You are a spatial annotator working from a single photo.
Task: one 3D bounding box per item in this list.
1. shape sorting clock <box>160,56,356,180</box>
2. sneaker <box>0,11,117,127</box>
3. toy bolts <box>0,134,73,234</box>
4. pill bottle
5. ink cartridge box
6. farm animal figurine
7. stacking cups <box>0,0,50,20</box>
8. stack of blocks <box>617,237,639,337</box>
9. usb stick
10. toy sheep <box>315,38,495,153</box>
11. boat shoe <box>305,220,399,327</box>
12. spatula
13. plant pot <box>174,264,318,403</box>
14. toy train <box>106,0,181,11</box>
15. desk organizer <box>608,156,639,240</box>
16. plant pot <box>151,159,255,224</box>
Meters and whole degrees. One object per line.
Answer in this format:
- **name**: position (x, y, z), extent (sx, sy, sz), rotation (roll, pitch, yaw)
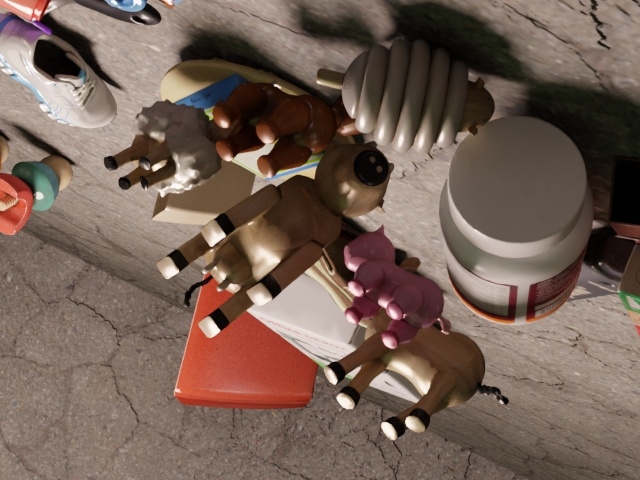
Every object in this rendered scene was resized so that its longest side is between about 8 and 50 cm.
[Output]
- **shape sorting clock**: position (-0.061, -0.116, 1.062), extent (0.206, 0.040, 0.206), rotation (16, 161, 6)
- **sneaker**: position (-0.276, -0.173, 1.168), extent (0.082, 0.071, 0.190), rotation (17, 168, 34)
- **toy bolts**: position (-0.512, -0.143, 1.739), extent (0.228, 0.158, 0.218), rotation (33, 129, 13)
- **pill bottle**: position (0.159, -0.012, 0.879), extent (0.121, 0.121, 0.221), rotation (22, 167, 15)
- **ink cartridge box**: position (0.044, 0.132, 1.685), extent (0.211, 0.122, 0.289), rotation (16, 164, 34)
- **farm animal figurine**: position (0.000, 0.000, 0.966), extent (0.326, 0.172, 0.330), rotation (-7, 113, 47)
- **stacking cups**: position (-0.363, -0.287, 0.888), extent (0.316, 0.096, 0.096), rotation (24, 168, -16)
- **stack of blocks**: position (0.383, 0.056, 0.802), extent (0.297, 0.087, 0.171), rotation (18, 165, 30)
- **usb stick**: position (0.243, 0.035, 1.083), extent (0.077, 0.045, 0.278), rotation (28, 167, -9)
- **toy sheep**: position (0.061, -0.105, 0.778), extent (0.132, 0.091, 0.091), rotation (7, 167, -1)
- **boat shoe**: position (0.060, 0.049, 1.395), extent (0.257, 0.095, 0.095), rotation (34, 159, -33)
- **spatula**: position (-0.242, -0.221, 1.008), extent (0.296, 0.030, 0.084), rotation (13, 166, 44)
- **plant pot**: position (-0.115, 0.188, 1.969), extent (0.235, 0.267, 0.267), rotation (14, 168, -2)
- **toy train**: position (-0.149, -0.227, 0.715), extent (0.184, 0.080, 0.105), rotation (34, 156, -25)
- **desk organizer**: position (0.271, -0.025, 0.785), extent (0.130, 0.047, 0.050), rotation (12, 160, 46)
- **plant pot**: position (-0.133, -0.069, 1.272), extent (0.096, 0.109, 0.109), rotation (16, 170, -16)
